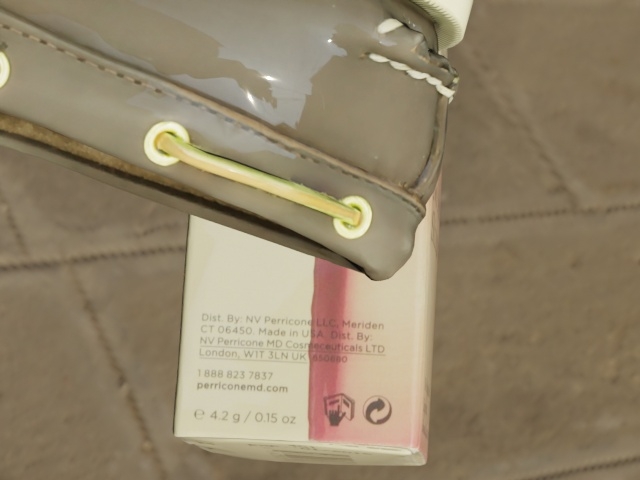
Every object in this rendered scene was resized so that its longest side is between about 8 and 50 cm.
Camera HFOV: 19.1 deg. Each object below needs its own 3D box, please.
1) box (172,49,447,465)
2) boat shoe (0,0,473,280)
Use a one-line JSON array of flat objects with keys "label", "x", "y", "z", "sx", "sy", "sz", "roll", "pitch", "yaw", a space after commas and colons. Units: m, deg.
[{"label": "box", "x": 0.000, "y": 0.000, "z": 1.016, "sx": 0.127, "sy": 0.148, "sz": 0.232, "roll": 3, "pitch": 81, "yaw": 5}, {"label": "boat shoe", "x": -0.084, "y": -0.045, "z": 0.364, "sx": 0.228, "sy": 0.081, "sz": 0.068, "roll": 11, "pitch": 83, "yaw": -7}]
